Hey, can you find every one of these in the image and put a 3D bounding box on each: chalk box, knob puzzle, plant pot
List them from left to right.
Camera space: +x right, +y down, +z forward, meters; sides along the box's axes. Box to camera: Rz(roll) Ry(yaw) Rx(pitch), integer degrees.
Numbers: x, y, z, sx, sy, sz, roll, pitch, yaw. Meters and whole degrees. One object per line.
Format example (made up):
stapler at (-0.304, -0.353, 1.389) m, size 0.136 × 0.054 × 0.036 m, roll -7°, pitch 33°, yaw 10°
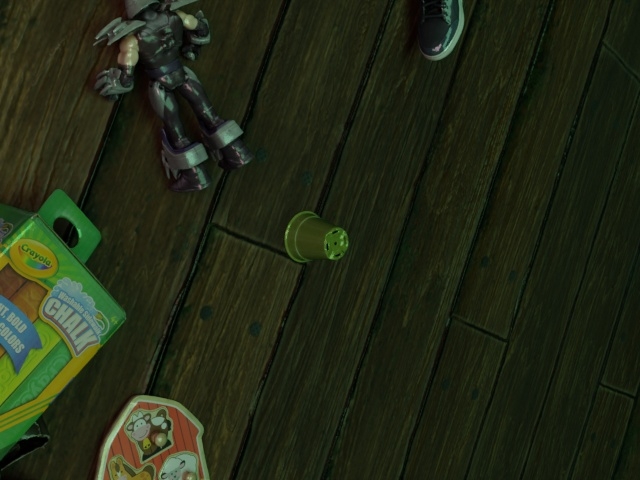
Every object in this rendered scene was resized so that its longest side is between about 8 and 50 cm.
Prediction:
chalk box at (-0.362, 0.072, 1.031) m, size 0.289 × 0.179 × 0.180 m, roll -51°, pitch 128°, yaw -22°
knob puzzle at (-0.236, 0.310, 1.280) m, size 0.213 × 0.030 × 0.213 m, roll -5°, pitch 97°, yaw -45°
plant pot at (0.000, 0.000, 1.409) m, size 0.083 × 0.079 × 0.083 m, roll -11°, pitch 106°, yaw -41°

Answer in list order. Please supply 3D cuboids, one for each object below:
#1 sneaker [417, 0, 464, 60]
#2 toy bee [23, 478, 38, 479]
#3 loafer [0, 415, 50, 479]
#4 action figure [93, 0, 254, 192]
sneaker at (0.173, -0.423, 1.466) m, size 0.163 × 0.086 × 0.226 m, roll 25°, pitch 71°, yaw -53°
toy bee at (-0.379, 0.458, 1.126) m, size 0.195 × 0.162 × 0.298 m, roll 15°, pitch 69°, yaw -2°
loafer at (-0.417, 0.271, 1.071) m, size 0.220 × 0.078 × 0.080 m, roll -40°, pitch 157°, yaw -30°
action figure at (-0.200, -0.207, 1.184) m, size 0.185 × 0.099 × 0.285 m, roll -33°, pitch 115°, yaw -25°
